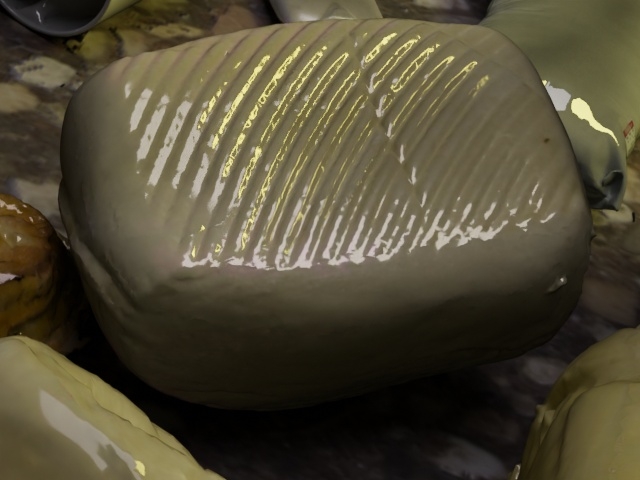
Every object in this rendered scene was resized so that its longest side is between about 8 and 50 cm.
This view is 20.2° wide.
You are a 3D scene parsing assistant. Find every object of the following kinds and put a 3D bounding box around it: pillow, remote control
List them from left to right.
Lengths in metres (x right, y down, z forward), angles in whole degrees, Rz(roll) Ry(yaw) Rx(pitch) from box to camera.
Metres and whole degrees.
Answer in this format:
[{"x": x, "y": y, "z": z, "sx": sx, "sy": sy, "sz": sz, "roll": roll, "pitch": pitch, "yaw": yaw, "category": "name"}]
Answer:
[{"x": -0.010, "y": -0.204, "z": 1.168, "sx": 0.073, "sy": 0.044, "sz": 0.229, "roll": 8, "pitch": 38, "yaw": -23, "category": "remote control"}, {"x": 0.146, "y": -0.118, "z": 1.108, "sx": 0.144, "sy": 0.078, "sz": 0.254, "roll": 26, "pitch": 37, "yaw": 5, "category": "pillow"}]

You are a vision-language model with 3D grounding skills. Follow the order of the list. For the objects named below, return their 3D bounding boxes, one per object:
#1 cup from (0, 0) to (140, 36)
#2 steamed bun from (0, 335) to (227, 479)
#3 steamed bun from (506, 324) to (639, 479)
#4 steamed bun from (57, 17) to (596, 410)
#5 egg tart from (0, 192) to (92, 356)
[{"x": -0.138, "y": -0.193, "z": 1.043, "sx": 0.136, "sy": 0.099, "sz": 0.133, "roll": 33, "pitch": 39, "yaw": 14, "category": "cup"}, {"x": -0.112, "y": 0.155, "z": 0.525, "sx": 0.276, "sy": 0.203, "sz": 0.289, "roll": 6, "pitch": 40, "yaw": -21, "category": "steamed bun"}, {"x": 0.130, "y": 0.170, "z": 0.609, "sx": 0.166, "sy": 0.232, "sz": 0.273, "roll": 16, "pitch": 37, "yaw": 2, "category": "steamed bun"}, {"x": 0.000, "y": 0.000, "z": 0.838, "sx": 0.239, "sy": 0.152, "sz": 0.170, "roll": -8, "pitch": 51, "yaw": -13, "category": "steamed bun"}, {"x": -0.161, "y": 0.011, "z": 0.815, "sx": 0.129, "sy": 0.049, "sz": 0.128, "roll": 13, "pitch": 35, "yaw": -10, "category": "egg tart"}]
